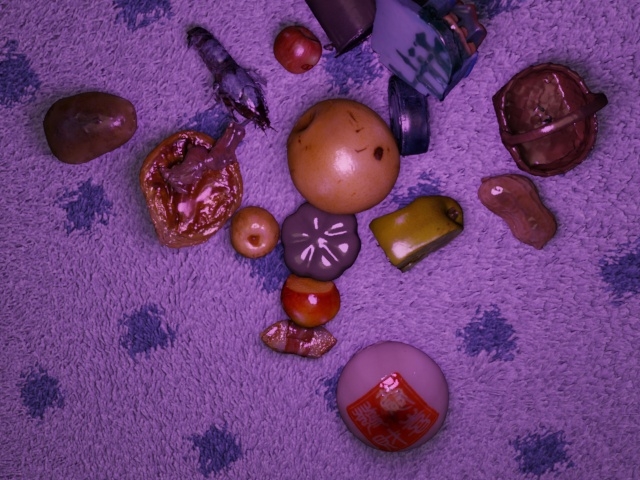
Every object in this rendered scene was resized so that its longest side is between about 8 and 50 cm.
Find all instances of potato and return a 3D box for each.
[{"bbox_3d":[-0.728,-0.363,1.866,0.307,0.173,0.210,-17,96,4],"label":"potato"}]

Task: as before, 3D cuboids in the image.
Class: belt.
[{"bbox_3d":[0.269,-0.389,1.787,0.116,0.206,0.268,-7,89,-2],"label":"belt"}]

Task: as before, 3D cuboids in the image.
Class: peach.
[{"bbox_3d":[-0.034,0.186,1.910,0.190,0.190,0.192,-29,92,7],"label":"peach"}]

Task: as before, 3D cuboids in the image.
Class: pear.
[{"bbox_3d":[0.063,-0.248,1.753,0.348,0.348,0.349,1,99,3],"label":"pear"},{"bbox_3d":[-0.215,-0.029,1.895,0.177,0.178,0.178,1,99,3],"label":"pear"},{"bbox_3d":[0.304,-0.044,1.820,0.281,0.286,0.176,-32,77,8],"label":"pear"}]

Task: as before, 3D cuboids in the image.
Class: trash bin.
[{"bbox_3d":[0.057,-0.735,1.743,0.252,0.203,0.302,-31,96,14],"label":"trash bin"}]

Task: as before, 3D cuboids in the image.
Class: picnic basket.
[{"bbox_3d":[0.675,-0.352,1.715,0.292,0.337,0.337,-25,97,7],"label":"picnic basket"}]

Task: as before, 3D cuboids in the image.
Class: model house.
[{"bbox_3d":[0.349,-0.614,1.655,0.295,0.252,0.329,41,66,15],"label":"model house"}]

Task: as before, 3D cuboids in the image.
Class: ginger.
[{"bbox_3d":[-0.345,-0.254,1.794,0.290,0.084,0.122,-38,79,-19],"label":"ginger"}]

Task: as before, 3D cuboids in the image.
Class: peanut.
[{"bbox_3d":[0.630,-0.108,1.845,0.291,0.143,0.159,42,90,-9],"label":"peanut"}]

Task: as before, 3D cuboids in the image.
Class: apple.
[{"bbox_3d":[-0.074,-0.585,1.810,0.146,0.146,0.131,41,122,-4],"label":"apple"}]

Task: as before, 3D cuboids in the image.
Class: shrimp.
[{"bbox_3d":[-0.280,-0.489,1.833,0.221,0.166,0.411,-36,101,-19],"label":"shrimp"}]

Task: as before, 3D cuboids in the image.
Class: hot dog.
[{"bbox_3d":[-0.079,0.328,1.981,0.261,0.093,0.123,18,92,-15],"label":"hot dog"}]

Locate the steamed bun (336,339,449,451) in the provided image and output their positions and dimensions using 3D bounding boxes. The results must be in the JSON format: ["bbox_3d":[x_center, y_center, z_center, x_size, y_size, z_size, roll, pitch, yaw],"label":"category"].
[{"bbox_3d":[0.237,0.523,1.921,0.374,0.241,0.375,0,102,1],"label":"steamed bun"}]

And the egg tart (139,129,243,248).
[{"bbox_3d":[-0.411,-0.169,1.875,0.339,0.153,0.352,-27,107,-20],"label":"egg tart"}]

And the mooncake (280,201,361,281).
[{"bbox_3d":[0.000,0.000,1.879,0.274,0.135,0.275,0,83,2],"label":"mooncake"}]
